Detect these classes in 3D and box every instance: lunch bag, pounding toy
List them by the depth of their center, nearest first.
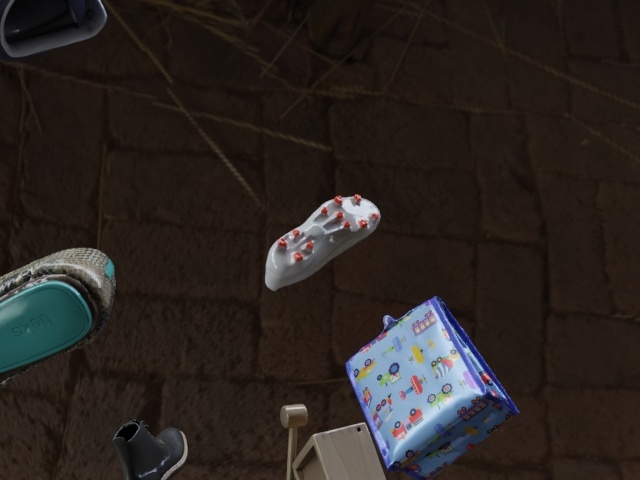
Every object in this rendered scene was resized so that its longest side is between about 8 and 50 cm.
[{"bbox_3d":[0.015,0.326,1.278,0.094,0.181,0.206,-8,59,-23],"label":"pounding toy"},{"bbox_3d":[0.175,0.247,1.591,0.221,0.138,0.293,-40,48,13],"label":"lunch bag"}]

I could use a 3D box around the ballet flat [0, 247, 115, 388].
[{"bbox_3d":[-0.488,0.142,1.220,0.482,0.182,0.164,-25,108,9],"label":"ballet flat"}]

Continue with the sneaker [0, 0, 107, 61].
[{"bbox_3d":[-0.200,-0.262,0.673,0.153,0.099,0.282,32,81,18],"label":"sneaker"}]

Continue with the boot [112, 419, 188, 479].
[{"bbox_3d":[-0.284,0.338,1.487,0.076,0.198,0.137,-9,110,9],"label":"boot"}]

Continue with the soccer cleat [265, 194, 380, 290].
[{"bbox_3d":[0.000,0.000,1.133,0.068,0.076,0.196,46,48,16],"label":"soccer cleat"}]
